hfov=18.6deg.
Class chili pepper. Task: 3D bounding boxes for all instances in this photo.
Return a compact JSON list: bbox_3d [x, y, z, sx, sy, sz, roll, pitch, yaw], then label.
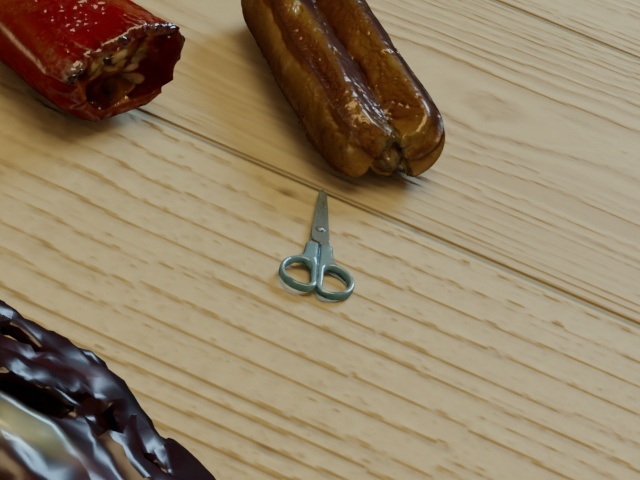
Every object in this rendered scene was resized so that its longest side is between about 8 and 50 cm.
[{"bbox_3d":[-0.129,-0.112,0.967,0.123,0.073,0.070,45,2,30],"label":"chili pepper"}]

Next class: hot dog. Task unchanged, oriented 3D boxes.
[{"bbox_3d":[0.007,-0.091,1.009,0.071,0.045,0.165,-5,40,-24],"label":"hot dog"}]

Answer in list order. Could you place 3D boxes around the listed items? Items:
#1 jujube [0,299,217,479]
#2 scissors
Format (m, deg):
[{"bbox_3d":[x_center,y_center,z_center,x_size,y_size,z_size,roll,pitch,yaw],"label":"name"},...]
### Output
[{"bbox_3d":[-0.203,0.097,0.525,0.377,0.258,0.258,14,35,8],"label":"jujube"},{"bbox_3d":[0.000,0.000,0.918,0.036,0.006,0.083,14,35,-6],"label":"scissors"}]
